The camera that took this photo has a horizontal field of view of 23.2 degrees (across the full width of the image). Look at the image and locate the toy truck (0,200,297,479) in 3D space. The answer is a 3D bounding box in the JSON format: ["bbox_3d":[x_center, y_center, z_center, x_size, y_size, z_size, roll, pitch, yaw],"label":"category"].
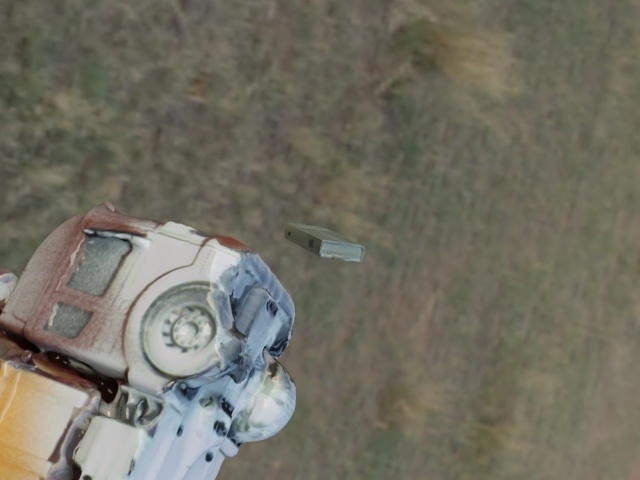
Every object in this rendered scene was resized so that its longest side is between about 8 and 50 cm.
[{"bbox_3d":[-0.115,0.120,0.695,0.270,0.135,0.114,-66,156,-17],"label":"toy truck"}]

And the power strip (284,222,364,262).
[{"bbox_3d":[0.000,0.000,1.599,0.136,0.051,0.019,-151,-111,-69],"label":"power strip"}]
